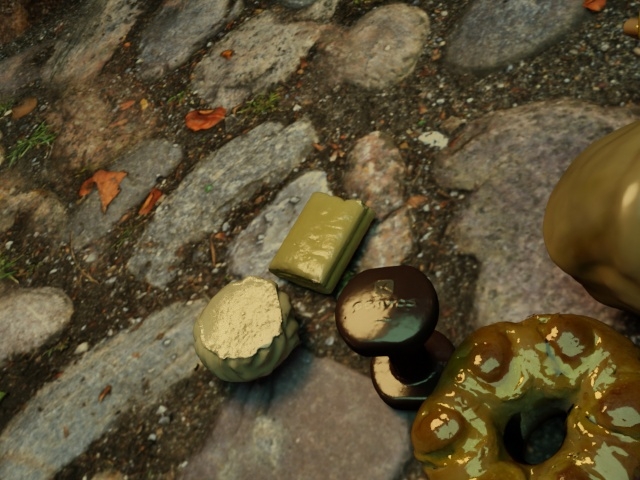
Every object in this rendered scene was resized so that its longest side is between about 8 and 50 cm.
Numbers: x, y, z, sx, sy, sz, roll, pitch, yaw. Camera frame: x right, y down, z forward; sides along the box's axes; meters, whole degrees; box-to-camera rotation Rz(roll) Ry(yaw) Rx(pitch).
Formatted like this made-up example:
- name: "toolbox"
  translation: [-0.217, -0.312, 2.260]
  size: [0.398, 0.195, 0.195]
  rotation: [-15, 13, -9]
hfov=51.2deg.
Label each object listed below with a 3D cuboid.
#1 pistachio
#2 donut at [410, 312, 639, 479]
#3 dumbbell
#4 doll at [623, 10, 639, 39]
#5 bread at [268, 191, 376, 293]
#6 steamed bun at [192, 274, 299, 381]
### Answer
- name: "pistachio"
  translation: [0.520, -0.036, 0.860]
  size: [0.446, 0.281, 0.365]
  rotation: [-13, 54, 17]
- name: "donut"
  translation: [0.280, 0.249, 0.849]
  size: [0.318, 0.150, 0.299]
  rotation: [-18, 53, 9]
- name: "dumbbell"
  translation: [0.114, 0.143, 0.941]
  size: [0.141, 0.225, 0.123]
  rotation: [-7, 53, 16]
- name: "doll"
  translation: [0.610, -0.273, 0.945]
  size: [0.349, 0.423, 0.161]
  rotation: [14, 97, 10]
- name: "bread"
  translation: [0.000, 0.000, 1.190]
  size: [0.140, 0.060, 0.178]
  rotation: [15, 65, 30]
- name: "steamed bun"
  translation: [-0.115, 0.153, 1.107]
  size: [0.183, 0.106, 0.182]
  rotation: [-8, 57, 13]
